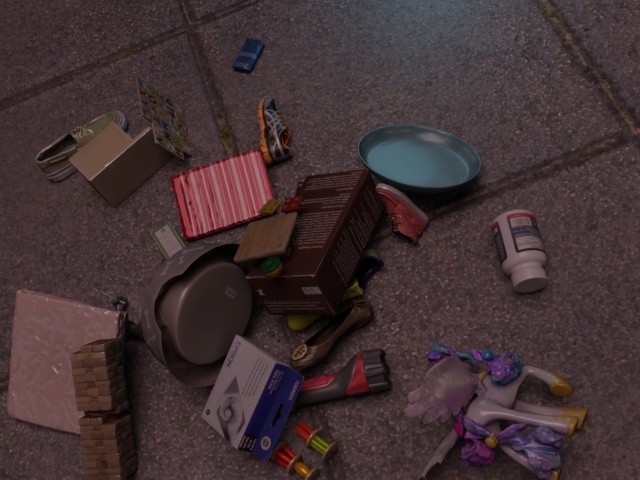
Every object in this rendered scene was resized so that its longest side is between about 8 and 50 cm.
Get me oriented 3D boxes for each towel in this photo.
[{"bbox_3d":[-0.633,0.305,1.866,0.317,0.053,0.331,9,96,17],"label":"towel"},{"bbox_3d":[-0.225,-0.578,2.343,0.067,0.029,0.119,15,66,20],"label":"towel"},{"bbox_3d":[-0.269,-0.127,2.078,0.275,0.031,0.198,-17,77,5],"label":"towel"}]

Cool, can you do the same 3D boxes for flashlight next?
[{"bbox_3d":[0.008,0.326,1.751,0.304,0.103,0.103,-12,20,11],"label":"flashlight"}]

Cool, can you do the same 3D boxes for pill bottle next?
[{"bbox_3d":[0.477,0.027,1.786,0.108,0.108,0.180,-12,60,8],"label":"pill bottle"}]

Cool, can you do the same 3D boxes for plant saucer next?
[{"bbox_3d":[0.251,-0.206,1.940,0.318,0.043,0.317,5,36,-3],"label":"plant saucer"}]

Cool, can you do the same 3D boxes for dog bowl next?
[{"bbox_3d":[-0.272,0.164,1.781,0.102,0.348,0.348,17,67,36],"label":"dog bowl"}]

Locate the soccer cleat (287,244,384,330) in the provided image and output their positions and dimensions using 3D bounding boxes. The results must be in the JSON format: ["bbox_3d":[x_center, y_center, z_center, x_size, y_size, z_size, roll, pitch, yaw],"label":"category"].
[{"bbox_3d":[0.036,0.120,1.854,0.289,0.093,0.121,-45,54,-13],"label":"soccer cleat"}]

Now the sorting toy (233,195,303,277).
[{"bbox_3d":[-0.115,-0.002,1.742,0.132,0.046,0.274,-12,38,25],"label":"sorting toy"}]

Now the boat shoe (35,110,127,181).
[{"bbox_3d":[-0.721,-0.297,2.279,0.302,0.094,0.109,-42,60,-10],"label":"boat shoe"}]

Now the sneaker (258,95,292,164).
[{"bbox_3d":[-0.129,-0.317,2.150,0.083,0.084,0.214,-11,71,9],"label":"sneaker"}]

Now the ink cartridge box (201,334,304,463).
[{"bbox_3d":[-0.161,0.360,1.724,0.224,0.045,0.223,24,92,44],"label":"ink cartridge box"}]

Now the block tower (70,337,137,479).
[{"bbox_3d":[-0.505,0.403,1.758,0.091,0.097,0.335,-6,91,11],"label":"block tower"}]

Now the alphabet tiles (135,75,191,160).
[{"bbox_3d":[-0.452,-0.346,2.181,0.009,0.198,0.237,-29,57,20],"label":"alphabet tiles"}]

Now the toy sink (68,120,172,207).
[{"bbox_3d":[-0.578,-0.241,2.179,0.234,0.152,0.131,-44,60,-10],"label":"toy sink"}]

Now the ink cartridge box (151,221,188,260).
[{"bbox_3d":[-0.359,0.059,1.983,0.062,0.109,0.209,-36,60,-6],"label":"ink cartridge box"}]

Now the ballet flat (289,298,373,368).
[{"bbox_3d":[0.023,0.217,1.795,0.250,0.058,0.084,-35,26,-19],"label":"ballet flat"}]

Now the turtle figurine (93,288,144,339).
[{"bbox_3d":[-0.564,0.209,1.955,0.234,0.118,0.175,11,24,31],"label":"turtle figurine"}]

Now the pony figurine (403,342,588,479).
[{"bbox_3d":[0.341,0.361,1.574,0.364,0.302,0.351,19,36,26],"label":"pony figurine"}]

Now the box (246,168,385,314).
[{"bbox_3d":[0.000,0.000,1.820,0.191,0.143,0.381,-3,40,33],"label":"box"}]

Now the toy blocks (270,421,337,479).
[{"bbox_3d":[-0.053,0.468,1.712,0.148,0.054,0.123,31,74,27],"label":"toy blocks"}]

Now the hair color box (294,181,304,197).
[{"bbox_3d":[-0.038,-0.087,2.018,0.072,0.043,0.141,5,64,17],"label":"hair color box"}]

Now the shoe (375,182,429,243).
[{"bbox_3d":[0.194,-0.065,1.884,0.063,0.178,0.081,0,58,57],"label":"shoe"}]
